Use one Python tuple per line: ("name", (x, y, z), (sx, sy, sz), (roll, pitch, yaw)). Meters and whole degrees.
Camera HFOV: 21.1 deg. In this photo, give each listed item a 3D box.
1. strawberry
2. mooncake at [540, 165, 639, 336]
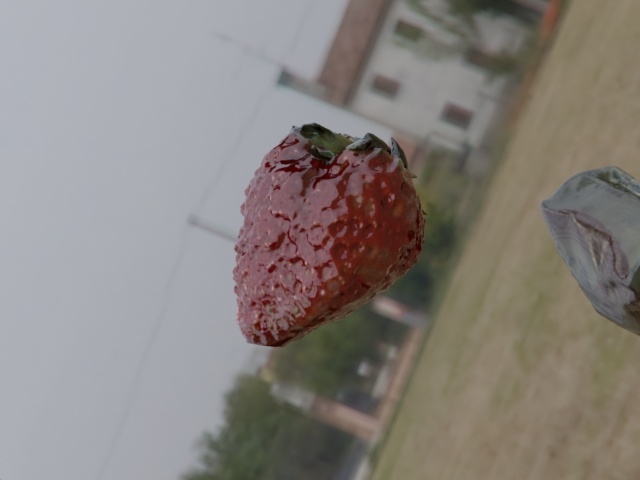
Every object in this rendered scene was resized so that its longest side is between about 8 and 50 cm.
("strawberry", (0.007, 0.000, 1.120), (0.131, 0.131, 0.148), (8, -90, -88))
("mooncake", (0.220, 0.019, 1.210), (0.073, 0.130, 0.125), (-39, -48, -9))
